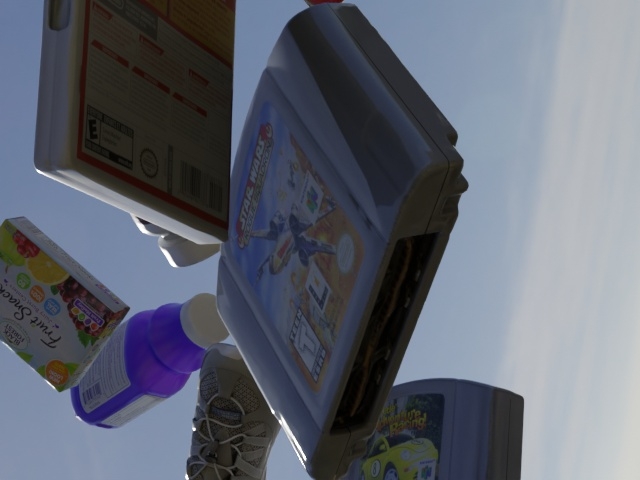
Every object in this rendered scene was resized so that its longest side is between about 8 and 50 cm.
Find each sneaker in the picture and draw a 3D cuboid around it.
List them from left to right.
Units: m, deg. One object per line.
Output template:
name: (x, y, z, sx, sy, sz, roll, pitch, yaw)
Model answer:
sneaker: (-0.107, 0.251, 1.672, 0.115, 0.105, 0.281, -58, -26, -54)

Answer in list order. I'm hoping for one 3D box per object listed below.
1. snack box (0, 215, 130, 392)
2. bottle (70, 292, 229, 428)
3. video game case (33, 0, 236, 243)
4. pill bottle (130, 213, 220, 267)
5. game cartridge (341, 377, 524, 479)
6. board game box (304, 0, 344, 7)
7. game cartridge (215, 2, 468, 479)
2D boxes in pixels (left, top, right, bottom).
snack box: (-0.264, 0.059, 1.322, 0.100, 0.141, 0.037, -54, -12, 17)
bottle: (-0.219, 0.150, 1.808, 0.092, 0.283, 0.118, 18, -126, -34)
video game case: (-0.100, -0.156, 0.834, 0.204, 0.025, 0.285, 29, -120, -66)
pill bottle: (-0.196, -0.083, 1.732, 0.221, 0.121, 0.121, 61, -148, -22)
game cartridge: (0.103, 0.253, 1.535, 0.060, 0.294, 0.196, 24, -118, -31)
board game box: (0.056, -0.355, 1.413, 0.259, 0.124, 0.039, -41, 4, 15)
game cartridge: (0.000, 0.000, 0.960, 0.062, 0.198, 0.297, -12, -43, -30)
